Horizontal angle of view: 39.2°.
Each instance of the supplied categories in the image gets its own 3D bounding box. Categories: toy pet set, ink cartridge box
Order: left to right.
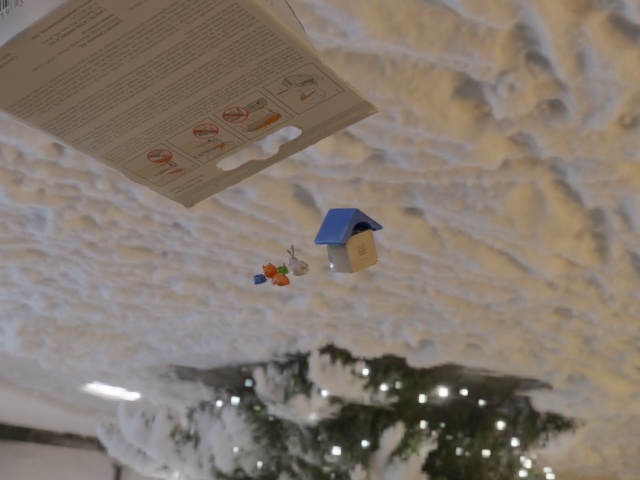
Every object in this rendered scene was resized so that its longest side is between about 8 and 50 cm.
[{"bbox_3d":[-0.093,-0.109,0.577,0.181,0.056,0.225,-24,153,25],"label":"ink cartridge box"},{"bbox_3d":[0.000,0.000,0.954,0.122,0.065,0.114,-21,-166,-38],"label":"toy pet set"}]
